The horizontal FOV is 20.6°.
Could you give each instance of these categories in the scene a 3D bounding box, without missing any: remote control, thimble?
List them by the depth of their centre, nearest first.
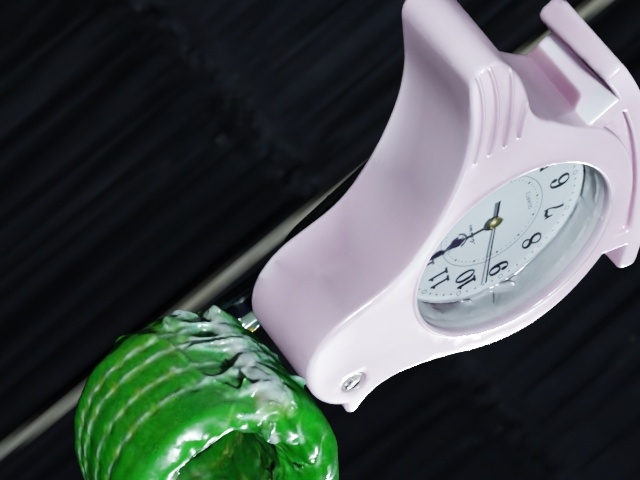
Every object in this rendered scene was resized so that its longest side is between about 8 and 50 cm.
[{"bbox_3d":[-0.056,0.100,0.837,0.090,0.118,0.130,51,139,42],"label":"thimble"},{"bbox_3d":[0.000,0.000,1.266,0.042,0.222,0.072,48,164,0],"label":"remote control"}]

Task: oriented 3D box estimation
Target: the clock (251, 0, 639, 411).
[{"bbox_3d":[0.083,-0.032,1.128,0.080,0.275,0.290,53,165,35],"label":"clock"}]
